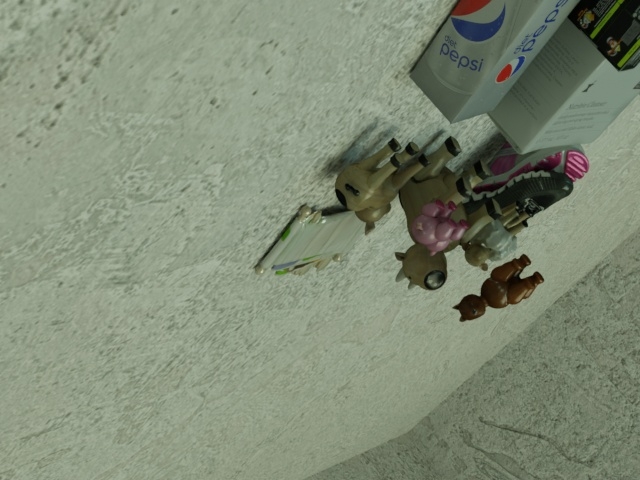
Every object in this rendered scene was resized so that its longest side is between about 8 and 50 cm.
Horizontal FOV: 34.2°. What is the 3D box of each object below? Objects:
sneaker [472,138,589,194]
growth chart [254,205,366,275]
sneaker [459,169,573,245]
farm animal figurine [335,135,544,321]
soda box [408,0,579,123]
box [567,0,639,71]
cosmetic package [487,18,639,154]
[{"bbox_3d":[0.349,-0.132,1.780,0.103,0.111,0.252,30,143,-33],"label":"sneaker"},{"bbox_3d":[0.000,0.000,1.594,0.172,0.021,0.237,-48,159,30],"label":"growth chart"},{"bbox_3d":[0.311,-0.043,1.722,0.234,0.106,0.078,-16,143,35],"label":"sneaker"},{"bbox_3d":[0.156,-0.026,1.522,0.172,0.330,0.327,-39,-163,26],"label":"farm animal figurine"},{"bbox_3d":[0.229,-0.274,1.251,0.098,0.091,0.286,-21,156,-43],"label":"soda box"},{"bbox_3d":[0.355,-0.328,1.210,0.045,0.184,0.191,-20,154,-44],"label":"box"},{"bbox_3d":[0.389,-0.305,1.370,0.217,0.156,0.385,-13,151,-47],"label":"cosmetic package"}]
